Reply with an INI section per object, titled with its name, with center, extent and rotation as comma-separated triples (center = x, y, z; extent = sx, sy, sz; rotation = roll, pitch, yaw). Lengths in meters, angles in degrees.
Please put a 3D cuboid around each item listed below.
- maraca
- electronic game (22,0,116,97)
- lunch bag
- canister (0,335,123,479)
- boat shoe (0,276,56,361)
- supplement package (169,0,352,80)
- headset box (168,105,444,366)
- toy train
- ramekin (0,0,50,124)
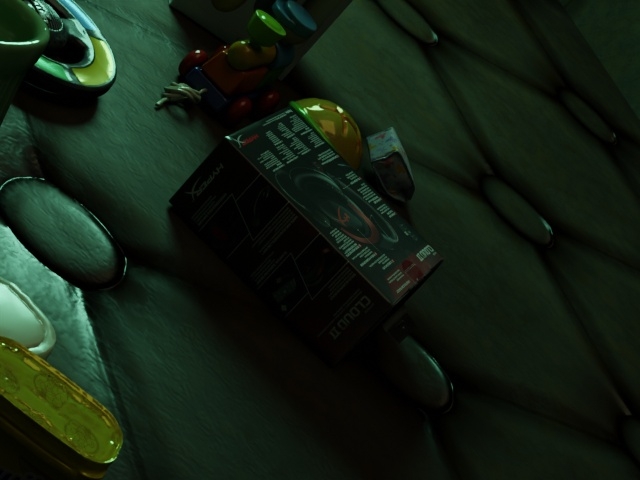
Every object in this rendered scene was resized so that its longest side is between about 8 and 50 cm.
[maraca]
center = 0.002, -0.119, 2.366
extent = 0.127, 0.099, 0.186
rotation = 54, -1, 11
[electronic game]
center = -0.324, -0.245, 2.104
extent = 0.229, 0.048, 0.229
rotation = 35, 24, -19
[lunch bag]
center = 0.096, -0.097, 2.529
extent = 0.071, 0.053, 0.083
rotation = -99, 162, -56
[canister]
center = -0.243, 0.169, 1.358
extent = 0.126, 0.170, 0.073
rotation = 38, 23, -11
[boat shoe]
center = -0.329, 0.035, 1.545
extent = 0.109, 0.091, 0.305
rotation = -1, 36, -45
[supplement package]
center = -0.051, -0.404, 2.548
extent = 0.199, 0.263, 0.198
rotation = 33, 25, -23
[headset box]
center = 0.000, 0.000, 2.127
extent = 0.293, 0.110, 0.218
rotation = 45, 23, 3
[toy train]
center = -0.100, -0.224, 2.309
extent = 0.105, 0.143, 0.248
rotation = 46, 23, 8
[ramekin]
center = -0.401, -0.166, 1.616
extent = 0.303, 0.148, 0.303
rotation = 22, 15, -6
